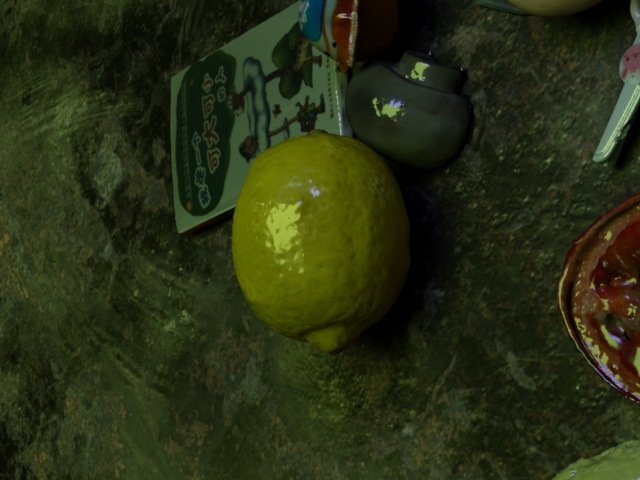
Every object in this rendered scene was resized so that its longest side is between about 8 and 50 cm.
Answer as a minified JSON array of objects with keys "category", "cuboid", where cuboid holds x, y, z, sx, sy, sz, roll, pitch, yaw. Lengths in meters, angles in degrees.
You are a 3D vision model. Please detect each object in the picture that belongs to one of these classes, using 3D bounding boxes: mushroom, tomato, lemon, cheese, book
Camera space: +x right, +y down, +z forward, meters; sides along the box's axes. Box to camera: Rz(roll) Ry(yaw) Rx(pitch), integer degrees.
[{"category":"mushroom","cuboid":[0.099,-0.167,2.066,0.188,0.117,0.141,33,116,45]},{"category":"tomato","cuboid":[0.359,0.061,1.680,0.228,0.101,0.228,-5,83,50]},{"category":"lemon","cuboid":[0.000,0.000,2.031,0.233,0.233,0.288,-16,75,47]},{"category":"cheese","cuboid":[0.035,-0.350,2.154,0.329,0.129,0.217,-94,8,-47]},{"category":"book","cuboid":[-0.092,-0.181,2.346,0.371,0.043,0.260,-24,61,44]}]

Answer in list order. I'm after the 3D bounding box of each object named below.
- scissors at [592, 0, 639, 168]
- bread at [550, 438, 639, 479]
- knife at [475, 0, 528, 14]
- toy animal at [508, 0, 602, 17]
[{"category":"scissors","cuboid":[0.359,-0.195,1.810,0.118,0.030,0.242,30,100,52]},{"category":"bread","cuboid":[0.320,0.345,1.519,0.320,0.237,0.321,-14,70,45]},{"category":"knife","cuboid":[0.218,-0.324,2.034,0.245,0.019,0.072,25,99,49]},{"category":"toy animal","cuboid":[0.294,-0.347,1.835,0.250,0.154,0.166,-36,12,49]}]
